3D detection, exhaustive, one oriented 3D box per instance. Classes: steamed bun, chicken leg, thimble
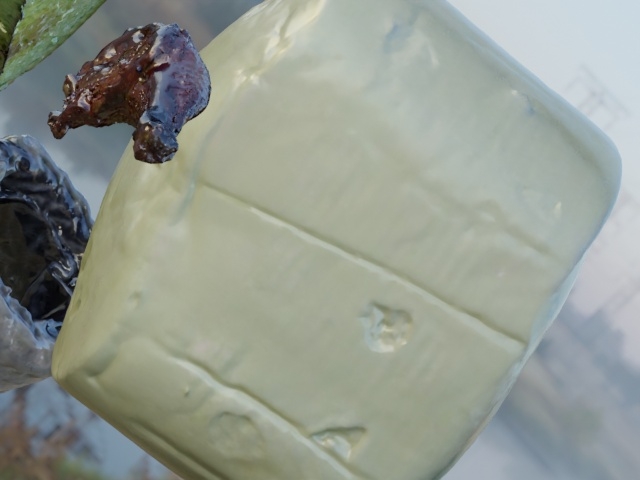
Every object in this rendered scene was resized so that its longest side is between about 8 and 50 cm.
[{"bbox_3d":[0.000,0.000,1.545,0.371,0.456,0.290,36,9,-9],"label":"steamed bun"},{"bbox_3d":[-0.105,-0.084,1.037,0.053,0.093,0.205,57,-18,-16],"label":"chicken leg"},{"bbox_3d":[-0.323,0.026,1.767,0.217,0.157,0.245,-25,96,-59],"label":"thimble"}]

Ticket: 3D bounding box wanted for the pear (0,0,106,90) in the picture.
[{"bbox_3d":[-0.323,-0.298,1.692,0.292,0.159,0.292,32,-25,17],"label":"pear"}]
